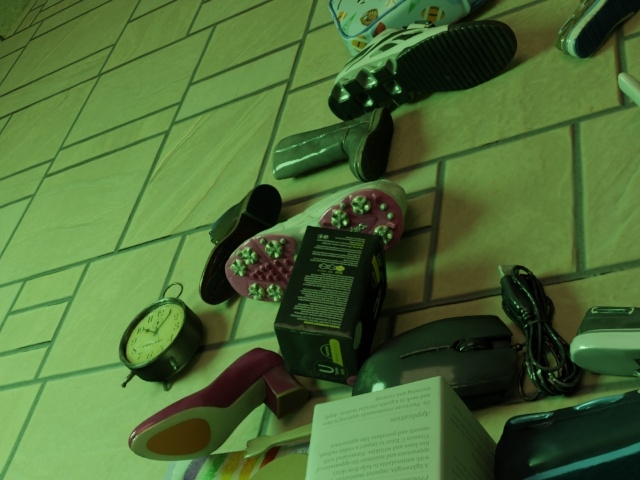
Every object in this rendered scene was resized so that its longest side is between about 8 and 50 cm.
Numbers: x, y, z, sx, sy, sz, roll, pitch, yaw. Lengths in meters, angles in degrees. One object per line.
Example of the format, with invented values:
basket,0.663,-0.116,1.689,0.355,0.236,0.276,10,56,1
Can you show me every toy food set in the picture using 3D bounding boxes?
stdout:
toy food set,-0.041,0.283,0.885,0.132,0.038,0.192,-21,28,21

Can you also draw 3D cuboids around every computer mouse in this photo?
computer mouse,0.144,0.135,0.961,0.272,0.072,0.188,-27,39,15

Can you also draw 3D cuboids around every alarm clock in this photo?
alarm clock,-0.241,0.140,1.287,0.129,0.064,0.192,-20,43,24

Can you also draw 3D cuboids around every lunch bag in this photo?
lunch bag,0.167,-0.459,1.532,0.303,0.115,0.243,-30,35,13

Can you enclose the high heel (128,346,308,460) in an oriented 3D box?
high heel,-0.142,0.198,1.051,0.244,0.082,0.117,-18,35,-30

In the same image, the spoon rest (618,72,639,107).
spoon rest,0.501,-0.256,1.054,0.276,0.084,0.137,-35,69,-1

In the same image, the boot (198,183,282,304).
boot,-0.142,0.012,1.351,0.219,0.082,0.106,-60,20,-20

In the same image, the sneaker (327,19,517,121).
sneaker,0.164,-0.315,1.372,0.331,0.122,0.146,-12,46,30

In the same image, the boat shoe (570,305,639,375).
boat shoe,0.364,0.092,0.823,0.229,0.080,0.076,-10,47,44

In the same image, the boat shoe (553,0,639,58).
boat shoe,0.421,-0.353,1.242,0.183,0.066,0.066,-44,36,-6

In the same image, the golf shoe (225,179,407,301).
golf shoe,0.000,0.000,1.218,0.306,0.115,0.140,-22,14,27

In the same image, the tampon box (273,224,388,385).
tampon box,0.018,0.083,1.058,0.102,0.120,0.161,8,54,15

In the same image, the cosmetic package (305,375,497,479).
cosmetic package,0.083,0.261,0.814,0.151,0.151,0.183,-18,41,27

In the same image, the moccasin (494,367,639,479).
moccasin,0.309,0.157,0.748,0.342,0.137,0.116,-19,37,24

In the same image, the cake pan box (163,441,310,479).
cake pan box,-0.099,0.366,0.930,0.246,0.070,0.266,-15,42,31

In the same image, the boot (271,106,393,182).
boot,0.008,-0.139,1.361,0.209,0.076,0.189,-9,31,24
